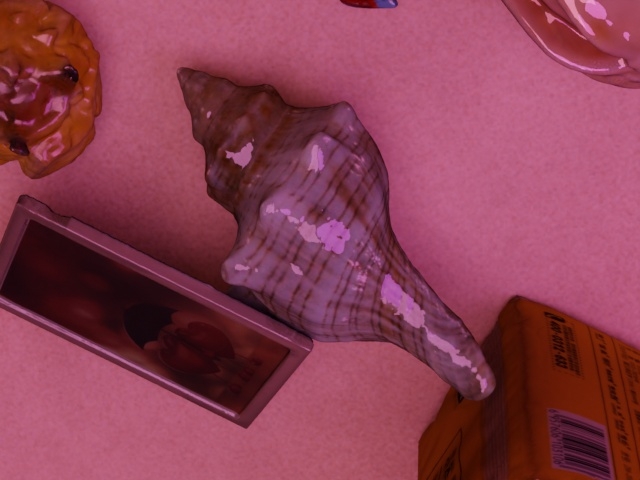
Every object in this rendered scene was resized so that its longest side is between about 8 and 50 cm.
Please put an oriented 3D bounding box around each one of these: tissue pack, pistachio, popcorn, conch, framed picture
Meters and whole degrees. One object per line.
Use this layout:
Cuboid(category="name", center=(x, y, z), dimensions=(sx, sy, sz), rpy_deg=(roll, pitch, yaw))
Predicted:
Cuboid(category="tissue pack", center=(0.243, 0.253, 1.716), dimensions=(0.293, 0.382, 0.228), rpy_deg=(26, 111, -6))
Cuboid(category="pistachio", center=(0.238, -0.257, 1.644), dimensions=(0.318, 0.214, 0.193), rpy_deg=(51, 146, -6))
Cuboid(category="popcorn", center=(-0.265, -0.135, 1.743), dimensions=(0.148, 0.152, 0.167), rpy_deg=(-19, 118, -10))
Cuboid(category="conch", center=(-0.010, 0.002, 1.725), dimensions=(0.203, 0.170, 0.386), rpy_deg=(-44, 70, 45))
Cuboid(category="framed picture", center=(-0.165, 0.069, 1.798), dimensions=(0.290, 0.020, 0.211), rpy_deg=(27, 149, -6))

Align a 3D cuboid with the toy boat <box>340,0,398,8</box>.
Cuboid(category="toy boat", center=(0.020, -0.278, 1.704), dimensions=(0.059, 0.069, 0.173), rpy_deg=(-19, 103, 18))
